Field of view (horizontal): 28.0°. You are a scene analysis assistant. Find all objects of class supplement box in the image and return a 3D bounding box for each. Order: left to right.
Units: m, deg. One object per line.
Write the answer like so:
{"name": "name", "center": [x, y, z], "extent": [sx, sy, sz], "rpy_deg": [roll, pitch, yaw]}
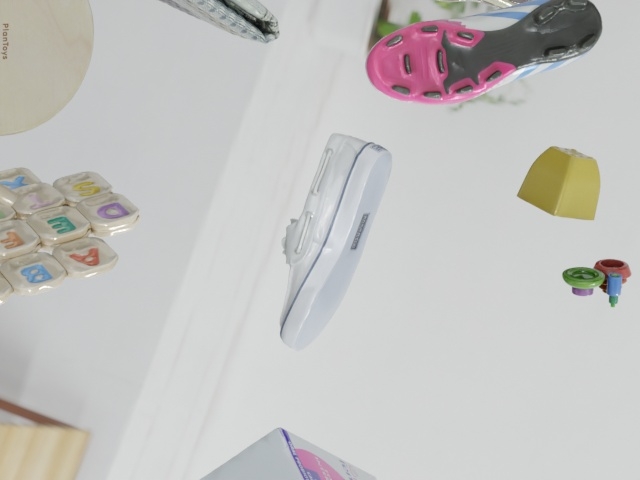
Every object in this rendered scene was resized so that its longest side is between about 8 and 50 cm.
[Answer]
{"name": "supplement box", "center": [-0.011, 0.263, 1.149], "extent": [0.114, 0.111, 0.220], "rpy_deg": [-34, 150, 8]}

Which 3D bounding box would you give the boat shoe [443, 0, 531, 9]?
{"name": "boat shoe", "center": [0.305, -0.463, 2.120], "extent": [0.355, 0.132, 0.130], "rpy_deg": [-4, 146, -29]}

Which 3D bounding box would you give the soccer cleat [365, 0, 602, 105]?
{"name": "soccer cleat", "center": [0.219, -0.252, 1.744], "extent": [0.143, 0.331, 0.116], "rpy_deg": [-156, -127, -83]}

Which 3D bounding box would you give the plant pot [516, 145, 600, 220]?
{"name": "plant pot", "center": [0.332, -0.081, 1.743], "extent": [0.081, 0.081, 0.083], "rpy_deg": [6, 108, -36]}

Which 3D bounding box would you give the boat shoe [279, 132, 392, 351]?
{"name": "boat shoe", "center": [0.000, 0.000, 1.500], "extent": [0.258, 0.084, 0.095], "rpy_deg": [-66, 158, 2]}

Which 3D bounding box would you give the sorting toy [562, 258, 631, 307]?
{"name": "sorting toy", "center": [0.341, 0.055, 1.567], "extent": [0.102, 0.061, 0.042], "rpy_deg": [-15, 114, -33]}

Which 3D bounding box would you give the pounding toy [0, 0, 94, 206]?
{"name": "pounding toy", "center": [-0.333, -0.176, 1.223], "extent": [0.183, 0.110, 0.236], "rpy_deg": [27, 89, -43]}

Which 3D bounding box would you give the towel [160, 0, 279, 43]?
{"name": "towel", "center": [-0.233, -0.327, 1.346], "extent": [0.324, 0.312, 0.056], "rpy_deg": [27, 92, -49]}

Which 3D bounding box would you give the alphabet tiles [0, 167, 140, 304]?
{"name": "alphabet tiles", "center": [-0.345, -0.012, 1.365], "extent": [0.284, 0.278, 0.021], "rpy_deg": [-17, 123, -27]}
